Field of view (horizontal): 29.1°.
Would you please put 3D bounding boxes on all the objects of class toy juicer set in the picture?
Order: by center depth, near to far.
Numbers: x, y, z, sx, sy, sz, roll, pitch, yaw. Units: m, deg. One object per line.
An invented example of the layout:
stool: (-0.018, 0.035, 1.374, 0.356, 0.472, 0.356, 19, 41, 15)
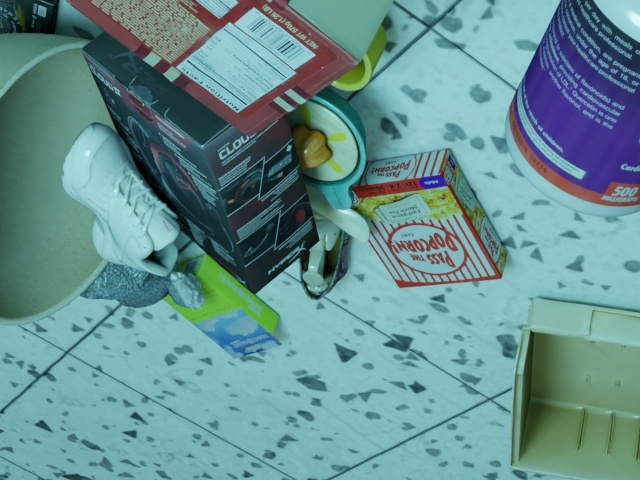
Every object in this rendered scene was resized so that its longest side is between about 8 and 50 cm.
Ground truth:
toy juicer set: (-0.039, -0.128, 1.389, 0.209, 0.089, 0.329, 21, 140, 17)

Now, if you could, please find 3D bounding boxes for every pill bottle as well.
pill bottle: (0.300, -0.178, 1.140, 0.181, 0.182, 0.323, 19, 143, 0)

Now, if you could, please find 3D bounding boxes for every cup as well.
cup: (-0.387, -0.099, 1.409, 0.237, 0.331, 0.331, 22, 146, 23)

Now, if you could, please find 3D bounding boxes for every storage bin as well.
storage bin: (0.392, 0.209, 1.634, 0.262, 0.123, 0.260, 8, 142, 14)

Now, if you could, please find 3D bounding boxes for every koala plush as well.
koala plush: (-0.254, 0.020, 1.633, 0.196, 0.203, 0.221, 9, 154, 13)

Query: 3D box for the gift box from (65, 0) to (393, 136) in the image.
gift box: (-0.030, -0.277, 1.087, 0.255, 0.258, 0.276, 38, 152, -21)

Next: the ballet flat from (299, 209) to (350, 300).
ballet flat: (0.000, 0.000, 1.573, 0.076, 0.079, 0.221, 11, 142, 10)

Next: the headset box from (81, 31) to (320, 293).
headset box: (-0.129, -0.110, 1.357, 0.218, 0.110, 0.293, 38, 159, 32)

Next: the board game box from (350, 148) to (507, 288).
board game box: (0.126, -0.022, 1.519, 0.146, 0.045, 0.193, -7, 136, 32)

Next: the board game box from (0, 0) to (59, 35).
board game box: (-0.381, -0.246, 1.467, 0.126, 0.026, 0.186, 22, 143, -4)

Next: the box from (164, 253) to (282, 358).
box: (-0.145, 0.097, 1.784, 0.109, 0.042, 0.178, -19, 129, 40)

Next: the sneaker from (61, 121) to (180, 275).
sneaker: (-0.210, -0.043, 1.392, 0.115, 0.090, 0.232, 24, 154, 25)
